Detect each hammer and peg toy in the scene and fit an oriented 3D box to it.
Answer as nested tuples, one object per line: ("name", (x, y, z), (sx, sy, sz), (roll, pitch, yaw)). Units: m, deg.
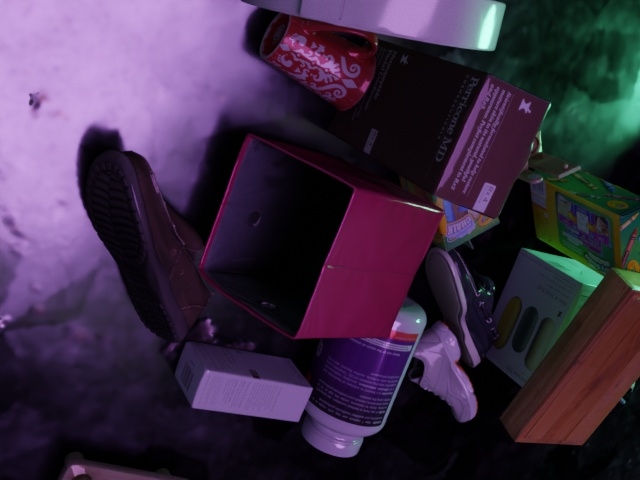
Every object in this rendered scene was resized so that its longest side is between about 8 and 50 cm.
("hammer and peg toy", (-0.358, 0.555, 1.467), (0.361, 0.127, 0.266), (24, 99, -33))

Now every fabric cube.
("fabric cube", (0.000, 0.000, 1.303), (0.258, 0.254, 0.259), (9, 107, -51))

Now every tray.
("tray", (0.556, 0.248, 1.570), (0.202, 0.076, 0.411), (10, 121, -29))

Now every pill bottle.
("pill bottle", (0.073, 0.252, 1.530), (0.181, 0.181, 0.323), (13, 104, -31))

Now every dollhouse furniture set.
("dollhouse furniture set", (0.415, -0.200, 1.549), (0.144, 0.123, 0.151), (-24, 120, -17))

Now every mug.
("mug", (0.003, -0.317, 1.291), (0.169, 0.113, 0.150), (24, 116, -29))

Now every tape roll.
("tape roll", (0.075, -0.351, 1.148), (0.392, 0.392, 0.072), (2, 110, -28))

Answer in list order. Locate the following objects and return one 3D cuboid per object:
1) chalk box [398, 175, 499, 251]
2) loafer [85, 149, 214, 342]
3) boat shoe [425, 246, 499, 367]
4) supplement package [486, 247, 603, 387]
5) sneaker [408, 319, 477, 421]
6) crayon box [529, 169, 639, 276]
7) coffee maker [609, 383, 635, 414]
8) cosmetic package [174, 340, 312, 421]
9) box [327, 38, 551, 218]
("chalk box", (0.249, -0.074, 1.512), (0.132, 0.132, 0.213), (-27, 120, -16))
("loafer", (-0.275, -0.002, 1.291), (0.130, 0.133, 0.366), (-44, 139, -37))
("boat shoe", (0.314, 0.122, 1.633), (0.113, 0.127, 0.340), (-32, 124, -12))
("supplement package", (0.523, 0.185, 1.725), (0.198, 0.199, 0.263), (12, 106, -30))
("sneaker", (0.257, 0.302, 1.711), (0.121, 0.099, 0.263), (-25, 113, -7))
("crayon box", (0.549, -0.040, 1.595), (0.081, 0.278, 0.165), (-24, 120, -15))
("coffee maker", (0.677, 0.351, 1.944), (0.171, 0.120, 0.178), (-35, 125, 18))
("cosmetic package", (-0.143, 0.265, 1.462), (0.231, 0.117, 0.086), (14, 105, -32))
("box", (0.172, -0.196, 1.268), (0.143, 0.381, 0.191), (16, 103, -31))
